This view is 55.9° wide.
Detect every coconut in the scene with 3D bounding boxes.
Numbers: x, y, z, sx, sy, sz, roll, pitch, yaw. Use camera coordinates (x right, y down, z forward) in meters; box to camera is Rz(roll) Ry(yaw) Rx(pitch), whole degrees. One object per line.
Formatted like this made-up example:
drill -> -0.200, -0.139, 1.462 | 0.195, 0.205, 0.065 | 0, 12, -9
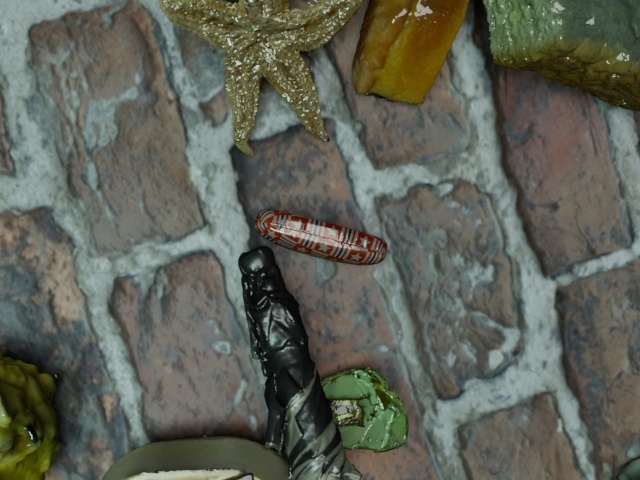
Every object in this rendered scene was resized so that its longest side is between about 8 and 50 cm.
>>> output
coconut -> 0.053, 0.248, 0.878 | 0.158, 0.055, 0.133 | 17, 83, 10

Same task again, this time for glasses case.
glasses case -> 0.000, 0.000, 0.865 | 0.195, 0.073, 0.049 | 14, 84, -4

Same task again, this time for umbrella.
umbrella -> -0.052, 0.180, 0.824 | 0.106, 0.113, 0.357 | -17, 76, -12

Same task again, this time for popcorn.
popcorn -> -0.432, 0.253, 0.776 | 0.170, 0.189, 0.217 | -13, 90, -2

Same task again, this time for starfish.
starfish -> -0.059, -0.267, 0.833 | 0.299, 0.060, 0.302 | -7, 119, -9

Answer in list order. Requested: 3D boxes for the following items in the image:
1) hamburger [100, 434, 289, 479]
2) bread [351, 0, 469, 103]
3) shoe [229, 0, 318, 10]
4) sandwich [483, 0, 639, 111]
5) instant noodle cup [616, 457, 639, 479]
hamburger -> -0.169, 0.386, 0.823 | 0.296, 0.151, 0.227 | 0, 85, 0
bread -> 0.135, -0.326, 0.842 | 0.129, 0.134, 0.260 | 17, 90, -6
shoe -> -0.073, -0.357, 0.854 | 0.195, 0.078, 0.079 | 31, 89, -8
sandwich -> 0.376, -0.346, 0.825 | 0.326, 0.131, 0.262 | 13, 89, -21
instant noodle cup -> 0.549, 0.436, 0.864 | 0.207, 0.207, 0.232 | -19, 84, -4
